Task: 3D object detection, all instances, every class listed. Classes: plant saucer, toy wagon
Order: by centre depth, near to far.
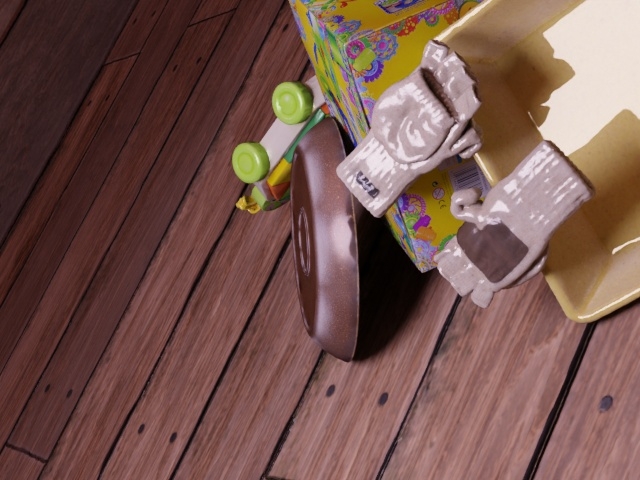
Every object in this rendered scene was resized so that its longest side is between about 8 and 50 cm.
[{"bbox_3d":[0.306,-0.134,1.316,0.333,0.333,0.081,-34,-7,38],"label":"plant saucer"},{"bbox_3d":[0.000,0.000,1.700,0.310,0.050,0.311,177,90,-83],"label":"plant saucer"},{"bbox_3d":[-0.003,-0.140,1.887,0.267,0.068,0.344,-19,-25,-47],"label":"toy wagon"}]

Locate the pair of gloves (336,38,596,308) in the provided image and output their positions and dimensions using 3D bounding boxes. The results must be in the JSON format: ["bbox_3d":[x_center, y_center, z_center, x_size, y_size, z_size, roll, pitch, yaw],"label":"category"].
[{"bbox_3d":[0.147,-0.063,1.379,0.042,0.240,0.204,-29,-23,-50],"label":"pair of gloves"}]

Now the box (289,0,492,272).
[{"bbox_3d":[0.111,-0.168,1.579,0.177,0.290,0.279,-24,27,-5],"label":"box"}]
